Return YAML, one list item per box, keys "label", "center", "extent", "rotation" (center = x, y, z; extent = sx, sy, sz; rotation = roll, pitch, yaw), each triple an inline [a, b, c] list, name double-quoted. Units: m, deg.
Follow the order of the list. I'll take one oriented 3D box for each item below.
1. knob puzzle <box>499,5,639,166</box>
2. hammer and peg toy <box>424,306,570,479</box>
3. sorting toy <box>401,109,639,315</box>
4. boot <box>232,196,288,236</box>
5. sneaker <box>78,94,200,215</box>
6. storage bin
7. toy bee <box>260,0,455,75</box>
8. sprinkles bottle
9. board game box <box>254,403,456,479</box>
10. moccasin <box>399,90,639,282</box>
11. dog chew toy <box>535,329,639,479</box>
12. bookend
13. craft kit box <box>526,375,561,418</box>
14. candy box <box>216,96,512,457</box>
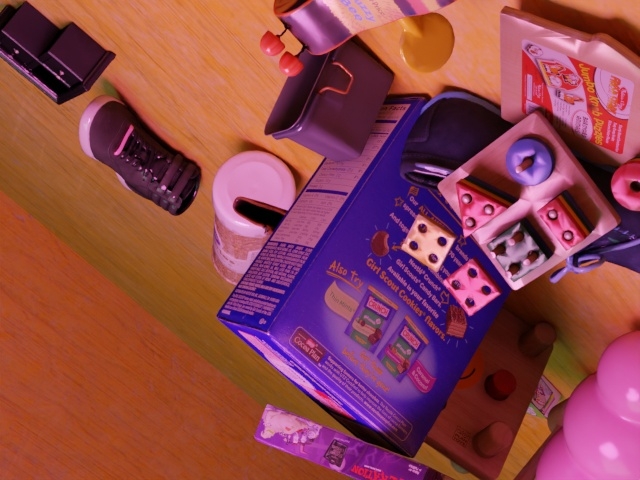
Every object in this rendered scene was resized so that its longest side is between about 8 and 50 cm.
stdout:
- label: "knob puzzle"
  center: [0.253, -0.129, 0.999]
  extent: [0.213, 0.030, 0.213]
  rotation: [30, 162, 11]
- label: "hammer and peg toy"
  center: [0.223, 0.202, 1.553]
  extent: [0.361, 0.266, 0.127]
  rotation: [35, 144, -2]
- label: "sorting toy"
  center: [0.184, -0.027, 1.072]
  extent: [0.274, 0.046, 0.132]
  rotation: [-38, 87, 37]
- label: "boot"
  center: [0.000, 0.000, 1.454]
  extent: [0.280, 0.096, 0.264]
  rotation: [15, -164, -38]
- label: "sneaker"
  center: [-0.278, -0.134, 1.807]
  extent: [0.147, 0.104, 0.296]
  rotation: [25, 167, 19]
- label: "storage bin"
  center: [0.018, -0.153, 1.199]
  extent: [0.091, 0.135, 0.098]
  rotation: [29, 164, -24]
- label: "toy bee"
  center: [0.032, -0.208, 0.962]
  extent: [0.195, 0.162, 0.298]
  rotation: [35, 162, -12]
- label: "sprinkles bottle"
  center: [-0.110, -0.024, 1.760]
  extent: [0.121, 0.121, 0.355]
  rotation: [32, 163, 4]
- label: "board game box"
  center: [0.081, 0.282, 1.365]
  extent: [0.208, 0.056, 0.347]
  rotation: [21, 171, 27]
- label: "moccasin"
  center: [0.238, -0.023, 1.158]
  extent: [0.342, 0.117, 0.137]
  rotation: [28, 162, 16]
- label: "dog chew toy"
  center: [0.393, 0.253, 1.421]
  extent: [0.207, 0.207, 0.331]
  rotation: [24, 126, 26]
- label: "bookend"
  center: [-0.406, -0.286, 1.661]
  extent: [0.156, 0.072, 0.157]
  rotation: [41, 160, -22]
- label: "craft kit box"
  center: [0.231, 0.188, 1.840]
  extent: [0.246, 0.061, 0.250]
  rotation: [47, 158, -29]
- label: "candy box"
  center: [0.077, 0.039, 1.276]
  extent: [0.268, 0.317, 0.122]
  rotation: [45, 161, -32]
